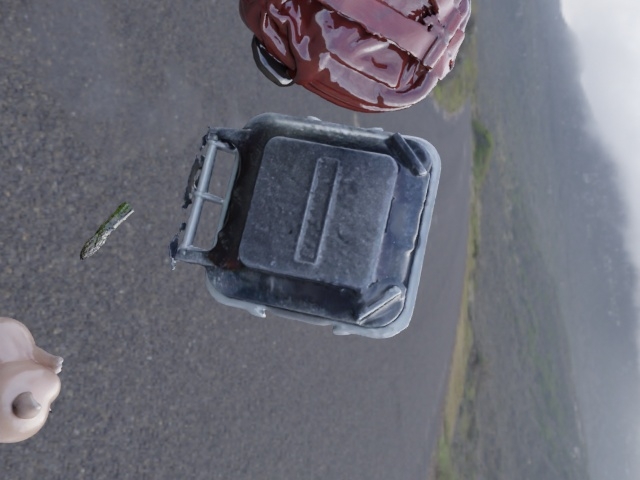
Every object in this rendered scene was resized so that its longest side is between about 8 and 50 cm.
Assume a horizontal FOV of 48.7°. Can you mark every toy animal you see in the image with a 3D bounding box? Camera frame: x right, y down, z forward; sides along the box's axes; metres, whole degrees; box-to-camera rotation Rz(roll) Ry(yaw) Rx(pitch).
[{"bbox_3d":[-0.296,0.127,0.655,0.089,0.150,0.083,5,123,-43],"label":"toy animal"}]

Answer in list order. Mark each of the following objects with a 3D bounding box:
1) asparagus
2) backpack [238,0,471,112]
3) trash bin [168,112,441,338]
[{"bbox_3d":[-0.488,-0.019,1.603,0.165,0.030,0.036,-51,150,-9],"label":"asparagus"},{"bbox_3d":[0.047,-0.229,0.685,0.139,0.229,0.229,-174,-100,-66],"label":"backpack"},{"bbox_3d":[0.000,0.000,0.968,0.367,0.296,0.255,54,46,-76],"label":"trash bin"}]
